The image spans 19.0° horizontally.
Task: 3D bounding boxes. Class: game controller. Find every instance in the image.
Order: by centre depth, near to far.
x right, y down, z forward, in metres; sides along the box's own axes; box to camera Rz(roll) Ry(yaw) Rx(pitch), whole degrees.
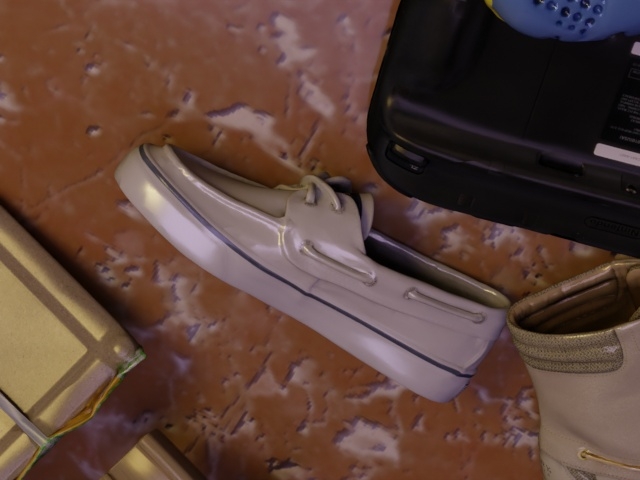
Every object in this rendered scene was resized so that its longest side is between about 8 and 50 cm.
[{"bbox_3d":[0.191,-0.067,1.124,0.319,0.067,0.166,14,115,-3],"label":"game controller"}]

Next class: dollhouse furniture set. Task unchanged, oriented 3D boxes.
[{"bbox_3d":[-0.179,0.139,1.230,0.197,0.151,0.301,-45,86,-3],"label":"dollhouse furniture set"}]

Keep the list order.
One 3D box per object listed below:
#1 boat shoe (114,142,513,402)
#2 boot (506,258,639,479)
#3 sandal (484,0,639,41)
[{"bbox_3d":[0.000,0.000,1.159,0.258,0.095,0.084,31,106,-20],"label":"boat shoe"},{"bbox_3d":[0.229,0.085,1.165,0.213,0.077,0.165,-10,124,11],"label":"boot"},{"bbox_3d":[0.234,-0.182,1.003,0.317,0.138,0.126,-19,108,-8],"label":"sandal"}]
